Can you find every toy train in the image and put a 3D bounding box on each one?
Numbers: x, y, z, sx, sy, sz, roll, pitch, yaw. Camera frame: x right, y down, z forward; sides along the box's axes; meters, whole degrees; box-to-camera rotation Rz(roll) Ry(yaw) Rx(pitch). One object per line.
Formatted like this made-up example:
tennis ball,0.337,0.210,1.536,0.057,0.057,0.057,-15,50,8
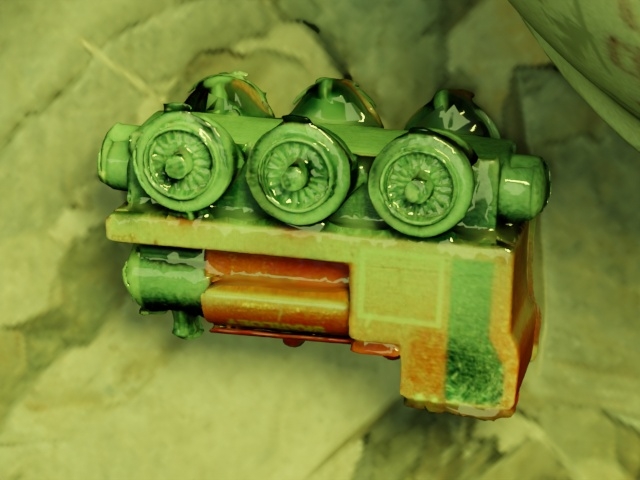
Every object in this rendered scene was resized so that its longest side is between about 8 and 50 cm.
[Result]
toy train,0.000,0.000,0.740,0.176,0.074,0.118,4,108,12

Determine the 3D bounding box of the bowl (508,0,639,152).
bowl,0.145,-0.194,0.499,0.435,0.196,0.434,5,98,40
